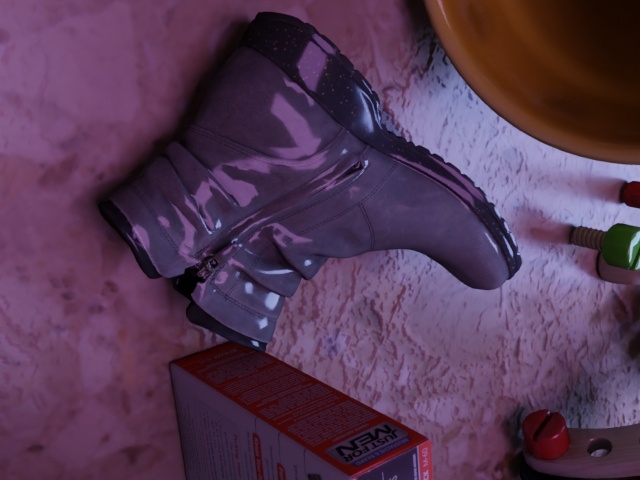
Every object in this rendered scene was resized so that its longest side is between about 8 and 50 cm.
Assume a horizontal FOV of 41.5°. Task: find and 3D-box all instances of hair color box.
[{"bbox_3d":[-0.014,0.123,0.454,0.053,0.167,0.093,-17,111,-33],"label":"hair color box"}]

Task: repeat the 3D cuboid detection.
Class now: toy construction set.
[{"bbox_3d":[0.321,0.122,0.663,0.258,0.237,0.308,-10,107,-35],"label":"toy construction set"}]

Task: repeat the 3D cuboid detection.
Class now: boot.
[{"bbox_3d":[0.000,0.000,0.502,0.246,0.083,0.161,39,83,-30],"label":"boot"}]

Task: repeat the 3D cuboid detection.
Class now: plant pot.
[{"bbox_3d":[0.225,-0.203,0.519,0.239,0.254,0.253,-35,121,-43],"label":"plant pot"}]
